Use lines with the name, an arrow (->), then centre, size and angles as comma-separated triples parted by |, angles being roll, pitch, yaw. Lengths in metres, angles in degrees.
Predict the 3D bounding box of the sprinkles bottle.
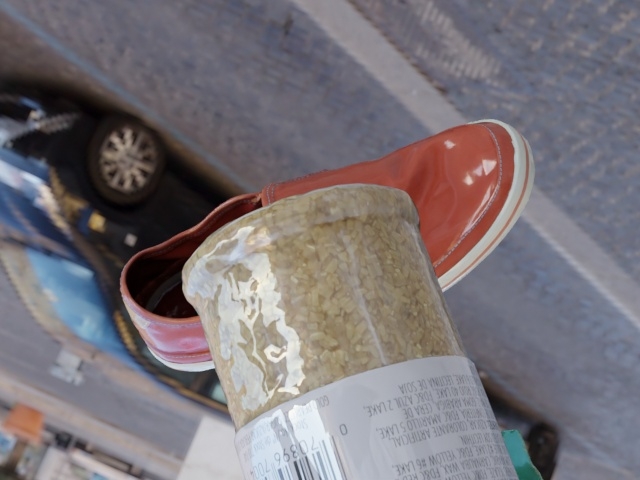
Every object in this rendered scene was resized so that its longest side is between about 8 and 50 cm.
sprinkles bottle -> 0.044, 0.154, 0.579 | 0.121, 0.355, 0.121 | -18, 162, -6

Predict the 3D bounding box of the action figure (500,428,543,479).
action figure -> 0.029, 0.169, 0.772 | 0.232, 0.063, 0.137 | -3, 112, 40

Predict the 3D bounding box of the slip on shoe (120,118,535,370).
slip on shoe -> 0.000, 0.000, 0.975 | 0.331, 0.123, 0.101 | -23, 145, 14
